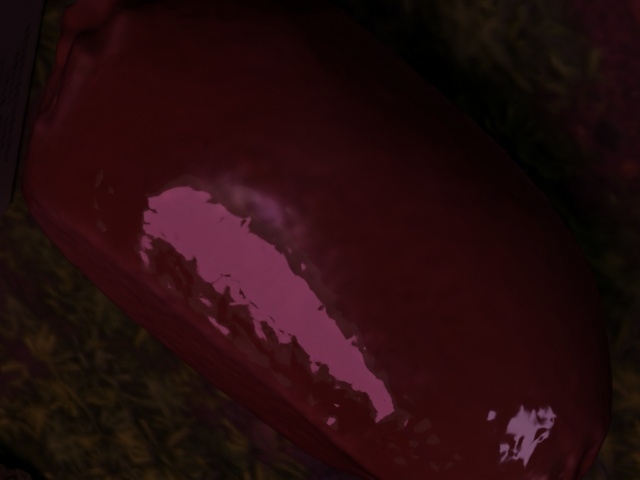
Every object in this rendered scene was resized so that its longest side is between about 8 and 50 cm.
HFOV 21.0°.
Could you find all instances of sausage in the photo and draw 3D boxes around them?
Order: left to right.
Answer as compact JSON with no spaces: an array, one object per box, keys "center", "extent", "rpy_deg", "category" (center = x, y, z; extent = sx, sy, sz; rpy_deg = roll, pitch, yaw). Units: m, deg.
[{"center":[0.000,0.000,0.648],"extent":[0.254,0.148,0.148],"rpy_deg":[38,133,-9],"category":"sausage"}]

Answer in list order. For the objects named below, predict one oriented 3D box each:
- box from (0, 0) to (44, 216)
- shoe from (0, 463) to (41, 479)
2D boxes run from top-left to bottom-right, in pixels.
[{"center":[-0.195,-0.074,0.659],"extent":[0.111,0.194,0.260],"rpy_deg":[25,131,10],"category":"box"},{"center":[-0.168,0.195,0.924],"extent":[0.092,0.089,0.180],"rpy_deg":[-18,111,50],"category":"shoe"}]
